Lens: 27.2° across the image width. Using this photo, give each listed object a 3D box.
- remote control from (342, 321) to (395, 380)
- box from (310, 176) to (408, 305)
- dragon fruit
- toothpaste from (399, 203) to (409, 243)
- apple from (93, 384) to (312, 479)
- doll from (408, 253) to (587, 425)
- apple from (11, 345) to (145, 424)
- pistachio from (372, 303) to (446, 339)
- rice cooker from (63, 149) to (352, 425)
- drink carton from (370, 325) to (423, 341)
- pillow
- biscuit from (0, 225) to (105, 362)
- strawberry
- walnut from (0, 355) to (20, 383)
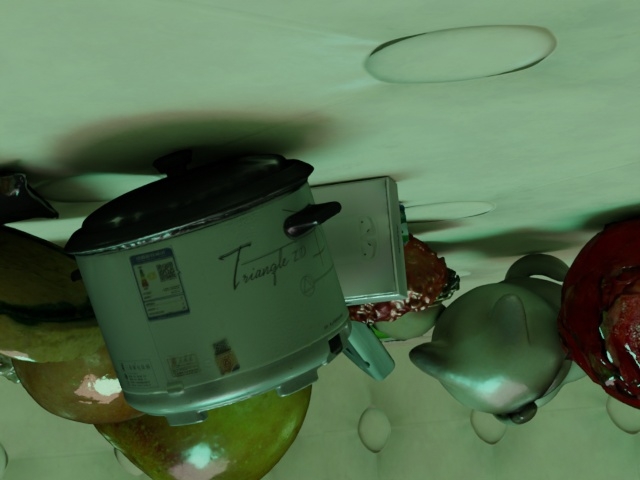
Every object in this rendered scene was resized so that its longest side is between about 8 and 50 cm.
[{"bbox_3d":[0.028,0.119,2.035,0.140,0.056,0.296,39,171,30],"label":"remote control"},{"bbox_3d":[0.022,0.005,1.447,0.129,0.130,0.051,-7,172,14],"label":"box"},{"bbox_3d":[0.479,0.101,1.844,0.295,0.296,0.301,-7,174,11],"label":"dragon fruit"},{"bbox_3d":[0.000,0.000,1.670,0.065,0.050,0.266,-1,172,-39],"label":"toothpaste"},{"bbox_3d":[-0.196,0.242,2.190,0.374,0.374,0.384,-2,178,-17],"label":"apple"},{"bbox_3d":[0.301,0.162,2.028,0.215,0.226,0.370,-27,178,24],"label":"doll"},{"bbox_3d":[-0.280,0.124,1.740,0.253,0.254,0.253,-5,171,-1],"label":"apple"},{"bbox_3d":[0.128,0.081,2.015,0.143,0.144,0.215,-4,162,-3],"label":"pistachio"},{"bbox_3d":[-0.101,0.027,1.221,0.280,0.227,0.241,-13,-170,31],"label":"rice cooker"},{"bbox_3d":[0.052,0.126,2.334,0.161,0.108,0.271,-13,169,43],"label":"drink carton"},{"bbox_3d":[-0.333,-0.036,1.251,0.150,0.048,0.090,-4,174,7],"label":"pillow"},{"bbox_3d":[-0.335,0.031,1.348,0.287,0.057,0.344,23,-171,5],"label":"biscuit"},{"bbox_3d":[0.068,0.031,1.785,0.235,0.107,0.175,-5,-152,8],"label":"strawberry"},{"bbox_3d":[-0.452,0.148,2.109,0.238,0.141,0.204,-10,-178,26],"label":"walnut"}]
